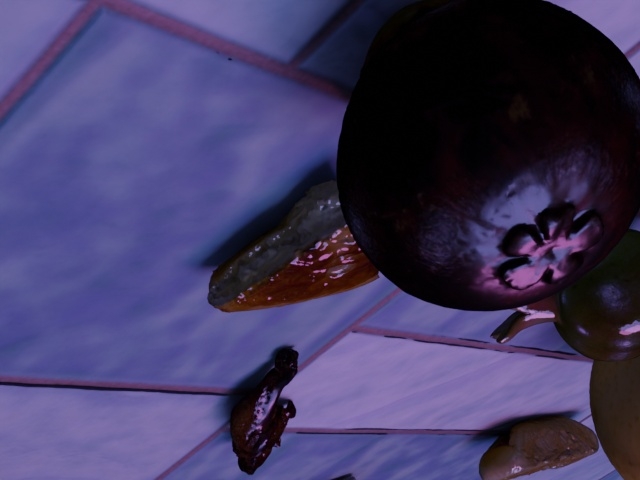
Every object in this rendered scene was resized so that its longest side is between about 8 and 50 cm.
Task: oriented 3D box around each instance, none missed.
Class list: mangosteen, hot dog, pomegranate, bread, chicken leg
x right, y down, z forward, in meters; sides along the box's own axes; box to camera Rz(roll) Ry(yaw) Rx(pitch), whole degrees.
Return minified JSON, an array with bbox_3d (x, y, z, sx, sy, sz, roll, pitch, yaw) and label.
[{"bbox_3d":[0.101,-0.058,0.685,0.209,0.210,0.210,-20,152,-11],"label":"mangosteen"},{"bbox_3d":[0.317,0.304,1.642,0.242,0.073,0.084,0,147,-45],"label":"hot dog"},{"bbox_3d":[0.263,0.054,1.116,0.191,0.131,0.152,-4,159,7],"label":"pomegranate"},{"bbox_3d":[0.004,0.010,0.876,0.154,0.054,0.136,-34,151,27],"label":"bread"},{"bbox_3d":[-0.058,0.180,1.131,0.093,0.053,0.205,-41,166,-22],"label":"chicken leg"}]

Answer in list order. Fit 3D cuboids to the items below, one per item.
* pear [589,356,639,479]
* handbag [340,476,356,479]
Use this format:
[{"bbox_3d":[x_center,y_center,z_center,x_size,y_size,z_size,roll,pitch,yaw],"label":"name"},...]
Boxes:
[{"bbox_3d":[0.490,0.181,1.291,0.348,0.348,0.348,-20,152,-11],"label":"pear"},{"bbox_3d":[-0.062,0.444,1.460,0.298,0.171,0.151,-14,152,-25],"label":"handbag"}]
